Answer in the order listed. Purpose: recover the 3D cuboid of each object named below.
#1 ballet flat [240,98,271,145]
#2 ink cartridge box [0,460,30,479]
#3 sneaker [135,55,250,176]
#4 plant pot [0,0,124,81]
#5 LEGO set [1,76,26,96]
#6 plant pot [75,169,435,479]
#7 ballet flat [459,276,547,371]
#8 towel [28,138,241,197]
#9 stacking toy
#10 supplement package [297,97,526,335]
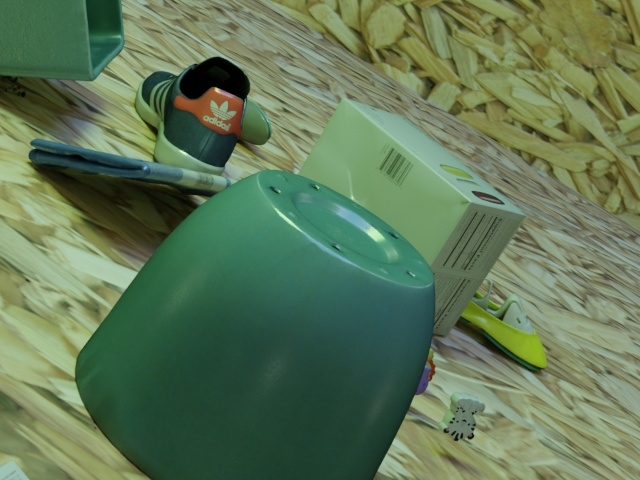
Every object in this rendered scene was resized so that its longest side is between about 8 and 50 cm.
[{"bbox_3d":[-0.156,-0.208,2.159,0.068,0.072,0.213,-14,41,-30],"label":"ballet flat"},{"bbox_3d":[-0.171,0.258,0.825,0.224,0.056,0.181,51,17,0],"label":"ink cartridge box"},{"bbox_3d":[-0.169,-0.202,1.932,0.131,0.148,0.350,23,16,-24],"label":"sneaker"},{"bbox_3d":[-0.403,-0.342,1.739,0.252,0.247,0.248,-2,18,2],"label":"plant pot"},{"bbox_3d":[-0.409,-0.218,1.779,0.083,0.023,0.054,38,18,21],"label":"LEGO set"},{"bbox_3d":[-0.034,0.081,1.218,0.293,0.235,0.293,30,17,-10],"label":"plant pot"},{"bbox_3d":[0.238,0.097,1.932,0.231,0.077,0.077,33,16,3],"label":"ballet flat"},{"bbox_3d":[-0.180,-0.074,1.623,0.209,0.034,0.285,12,2,37],"label":"towel"},{"bbox_3d":[0.059,0.147,1.515,0.221,0.052,0.167,17,12,-23],"label":"stacking toy"},{"bbox_3d":[0.103,-0.032,1.840,0.262,0.204,0.145,43,19,34],"label":"supplement package"}]
